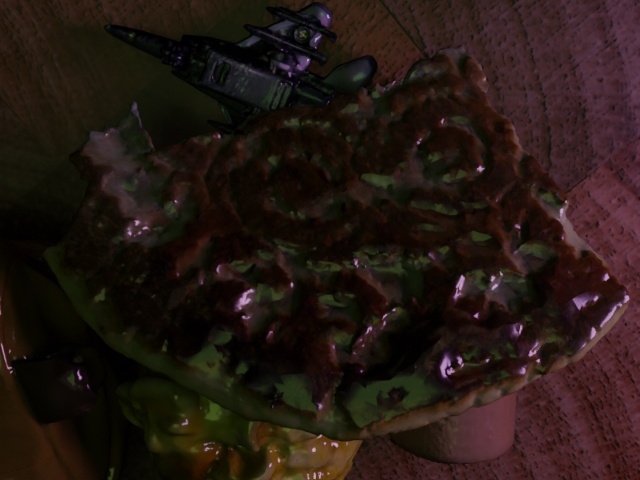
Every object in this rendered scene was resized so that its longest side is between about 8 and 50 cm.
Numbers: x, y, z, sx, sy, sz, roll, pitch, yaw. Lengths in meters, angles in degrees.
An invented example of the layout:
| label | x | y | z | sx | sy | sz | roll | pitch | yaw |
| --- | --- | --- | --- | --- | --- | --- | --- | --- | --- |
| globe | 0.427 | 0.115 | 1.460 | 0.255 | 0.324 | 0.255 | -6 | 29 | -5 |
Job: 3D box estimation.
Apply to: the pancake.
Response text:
| label | x | y | z | sx | sy | sz | roll | pitch | yaw |
| --- | --- | --- | --- | --- | --- | --- | --- | --- | --- |
| pancake | 0.002 | 0.005 | 0.626 | 0.427 | 0.067 | 0.304 | -11 | 69 | -2 |

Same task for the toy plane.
| label | x | y | z | sx | sy | sz | roll | pitch | yaw |
| --- | --- | --- | --- | --- | --- | --- | --- | --- | --- |
| toy plane | -0.081 | -0.150 | 0.708 | 0.247 | 0.078 | 0.169 | 21 | 102 | -3 |

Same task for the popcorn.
| label | x | y | z | sx | sy | sz | roll | pitch | yaw |
| --- | --- | --- | --- | --- | --- | --- | --- | --- | --- |
| popcorn | -0.075 | 0.148 | 0.705 | 0.217 | 0.181 | 0.235 | -41 | 116 | -11 |

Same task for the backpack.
| label | x | y | z | sx | sy | sz | roll | pitch | yaw |
| --- | --- | --- | --- | --- | --- | --- | --- | --- | --- |
| backpack | -0.337 | 0.171 | 0.715 | 0.354 | 0.201 | 0.377 | -16 | 108 | 0 |

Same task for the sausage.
| label | x | y | z | sx | sy | sz | roll | pitch | yaw |
| --- | --- | --- | --- | --- | --- | --- | --- | --- | --- |
| sausage | 0.121 | 0.062 | 0.725 | 0.123 | 0.123 | 0.252 | 0 | 102 | 1 |
